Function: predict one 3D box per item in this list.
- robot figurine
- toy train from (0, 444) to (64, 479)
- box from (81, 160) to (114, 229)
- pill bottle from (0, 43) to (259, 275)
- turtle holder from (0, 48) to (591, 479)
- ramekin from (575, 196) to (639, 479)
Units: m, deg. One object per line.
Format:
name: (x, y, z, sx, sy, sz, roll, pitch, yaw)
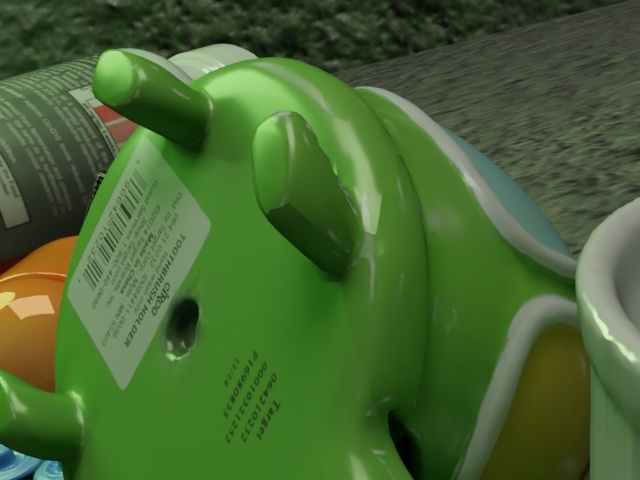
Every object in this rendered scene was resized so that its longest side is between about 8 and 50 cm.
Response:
robot figurine: (-0.162, 0.072, 1.154, 0.158, 0.128, 0.219, 17, 15, 5)
toy train: (-0.169, 0.151, 0.919, 0.184, 0.080, 0.105, 0, 25, 36)
box: (0.000, 0.000, 1.209, 0.270, 0.060, 0.216, 17, 15, 4)
pill bottle: (-0.200, -0.039, 1.502, 0.363, 0.210, 0.210, -22, 15, -38)
turtle holder: (0.025, 0.054, 0.778, 0.227, 0.243, 0.320, 17, -10, -35)
ramekin: (0.213, 0.080, 0.575, 0.277, 0.135, 0.277, 2, 21, -1)
